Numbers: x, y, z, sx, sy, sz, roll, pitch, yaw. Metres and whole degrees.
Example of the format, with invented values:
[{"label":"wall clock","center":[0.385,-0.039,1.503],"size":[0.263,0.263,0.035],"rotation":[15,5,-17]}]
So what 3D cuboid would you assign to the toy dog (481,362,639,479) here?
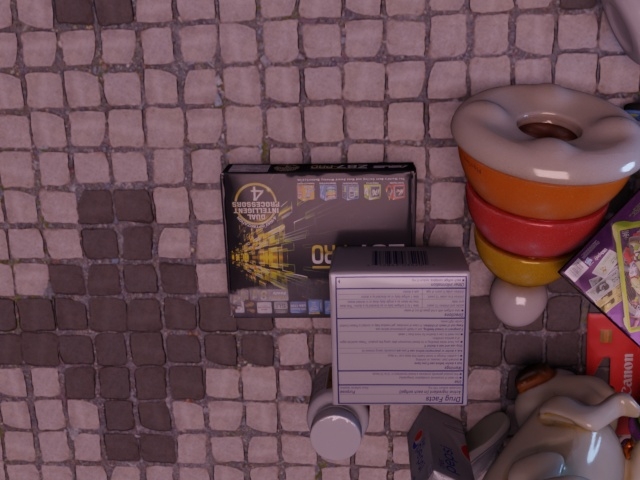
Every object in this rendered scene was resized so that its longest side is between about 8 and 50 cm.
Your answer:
[{"label":"toy dog","center":[0.481,0.435,1.621],"size":[0.284,0.407,0.395],"rotation":[44,132,-13]}]

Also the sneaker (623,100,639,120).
[{"label":"sneaker","center":[0.676,-0.287,1.583],"size":[0.188,0.067,0.078],"rotation":[-24,81,13]}]

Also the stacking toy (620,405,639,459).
[{"label":"stacking toy","center":[0.697,0.381,1.664],"size":[0.166,0.175,0.302],"rotation":[40,119,-1]}]

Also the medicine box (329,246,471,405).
[{"label":"medicine box","center":[0.154,0.169,1.613],"size":[0.264,0.149,0.289],"rotation":[0,109,4]}]

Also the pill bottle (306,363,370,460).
[{"label":"pill bottle","center":[0.038,0.360,1.723],"size":[0.131,0.229,0.131],"rotation":[1,106,4]}]

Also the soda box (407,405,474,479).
[{"label":"soda box","center":[0.248,0.458,1.703],"size":[0.098,0.286,0.091],"rotation":[25,105,-3]}]

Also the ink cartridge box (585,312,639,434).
[{"label":"ink cartridge box","center":[0.703,0.296,1.735],"size":[0.261,0.066,0.296],"rotation":[-3,105,5]}]

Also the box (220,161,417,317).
[{"label":"box","center":[0.000,0.000,1.697],"size":[0.395,0.097,0.318],"rotation":[0,109,4]}]

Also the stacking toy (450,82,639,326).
[{"label":"stacking toy","center":[0.405,-0.035,1.593],"size":[0.351,0.350,0.479],"rotation":[5,125,3]}]

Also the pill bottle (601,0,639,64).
[{"label":"pill bottle","center":[0.687,-0.461,1.464],"size":[0.323,0.181,0.181],"rotation":[-27,102,12]}]

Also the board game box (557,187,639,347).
[{"label":"board game box","center":[0.618,0.002,1.443],"size":[0.208,0.056,0.347],"rotation":[45,94,10]}]

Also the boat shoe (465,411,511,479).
[{"label":"boat shoe","center":[0.356,0.474,1.814],"size":[0.081,0.079,0.227],"rotation":[33,111,-14]}]
